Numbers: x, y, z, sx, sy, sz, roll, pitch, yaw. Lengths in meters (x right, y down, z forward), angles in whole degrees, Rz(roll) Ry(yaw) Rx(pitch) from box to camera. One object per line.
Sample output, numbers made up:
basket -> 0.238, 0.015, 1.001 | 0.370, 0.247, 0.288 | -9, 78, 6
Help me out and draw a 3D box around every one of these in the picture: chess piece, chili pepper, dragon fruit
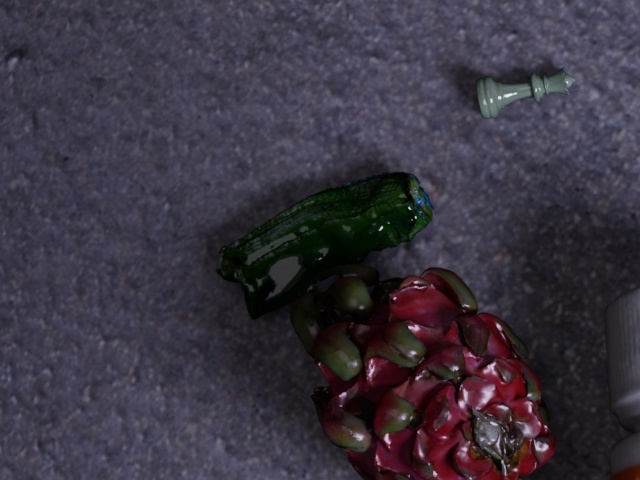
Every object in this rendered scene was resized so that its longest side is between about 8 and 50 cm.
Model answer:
chess piece -> 0.197, -0.145, 1.504 | 0.093, 0.042, 0.042 | -12, 70, 12
chili pepper -> 0.001, 0.001, 1.519 | 0.224, 0.061, 0.098 | -27, 57, 15
dragon fruit -> 0.081, 0.118, 1.368 | 0.218, 0.198, 0.273 | -33, 77, -29

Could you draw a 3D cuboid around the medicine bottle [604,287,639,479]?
medicine bottle -> 0.336, 0.225, 1.243 | 0.211, 0.211, 0.371 | -8, 71, 18
